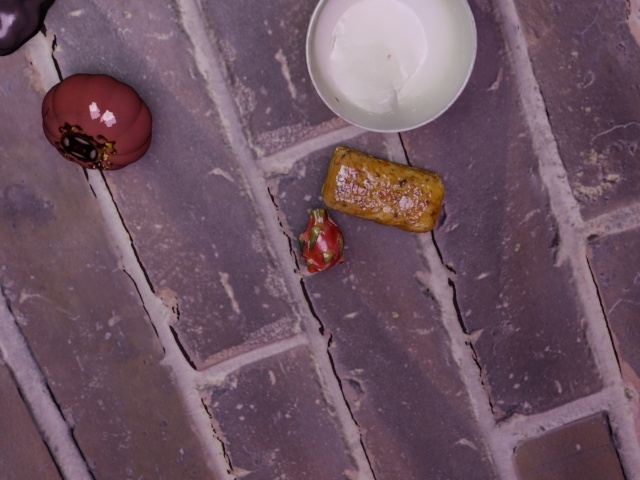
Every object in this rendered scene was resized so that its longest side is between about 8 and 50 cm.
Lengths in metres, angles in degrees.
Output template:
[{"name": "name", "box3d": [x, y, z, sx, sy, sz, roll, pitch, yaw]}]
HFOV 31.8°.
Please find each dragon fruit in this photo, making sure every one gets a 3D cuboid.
[{"name": "dragon fruit", "box3d": [0.000, -0.002, 1.948, 0.081, 0.086, 0.116, -4, 94, 8]}]

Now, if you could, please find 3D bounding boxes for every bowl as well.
[{"name": "bowl", "box3d": [0.106, -0.322, 1.821, 0.277, 0.145, 0.277, -2, 107, -6]}]

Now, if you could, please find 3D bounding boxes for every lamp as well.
[{"name": "lamp", "box3d": [-0.355, -0.195, 1.803, 0.182, 0.140, 0.182, 13, 148, 8]}]

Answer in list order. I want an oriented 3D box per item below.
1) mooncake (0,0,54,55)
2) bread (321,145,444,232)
[{"name": "mooncake", "box3d": [-0.543, -0.408, 1.713, 0.283, 0.141, 0.283, -2, 111, -5]}, {"name": "bread", "box3d": [0.108, -0.086, 1.935, 0.211, 0.083, 0.114, 13, 102, -13]}]
